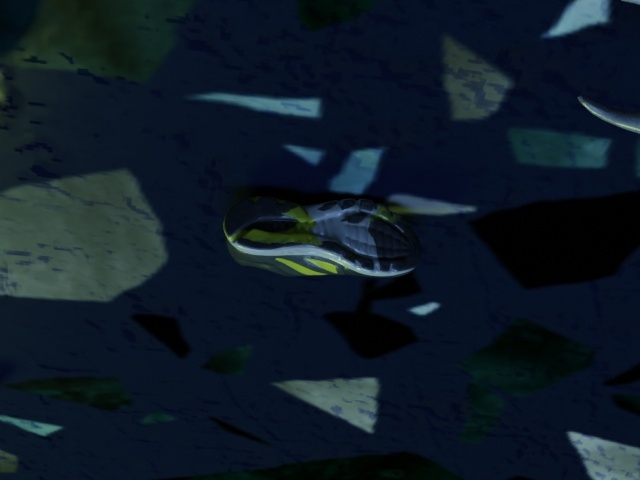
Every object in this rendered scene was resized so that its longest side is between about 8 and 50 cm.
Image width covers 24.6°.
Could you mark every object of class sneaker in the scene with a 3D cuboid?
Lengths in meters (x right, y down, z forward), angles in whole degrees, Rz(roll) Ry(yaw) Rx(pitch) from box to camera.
[{"bbox_3d":[0.000,0.000,0.610,0.083,0.031,0.035,10,160,-7],"label":"sneaker"}]

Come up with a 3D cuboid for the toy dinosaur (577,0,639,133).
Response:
[{"bbox_3d":[0.250,-0.039,0.421,0.160,0.121,0.313,0,171,-44],"label":"toy dinosaur"}]
